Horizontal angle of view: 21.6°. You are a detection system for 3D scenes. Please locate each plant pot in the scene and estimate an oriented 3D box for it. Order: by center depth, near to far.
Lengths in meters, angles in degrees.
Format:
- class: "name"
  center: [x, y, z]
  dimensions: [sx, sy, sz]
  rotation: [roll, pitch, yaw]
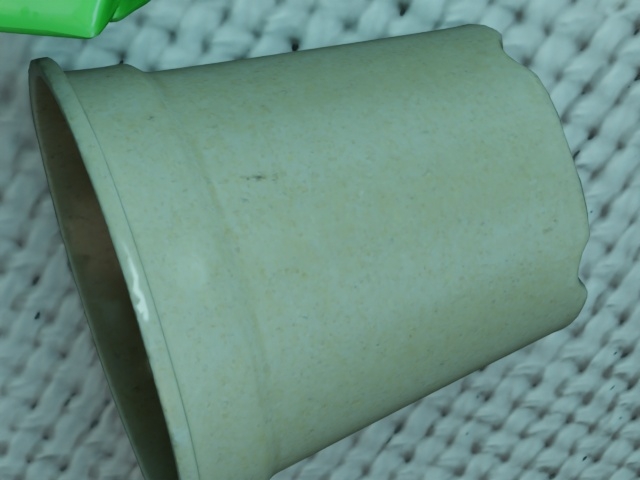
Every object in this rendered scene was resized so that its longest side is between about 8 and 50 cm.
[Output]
- class: "plant pot"
  center: [0.000, 0.000, 1.129]
  dimensions: [0.305, 0.334, 0.333]
  rotation: [-17, 132, -13]

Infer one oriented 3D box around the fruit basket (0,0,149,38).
- class: "fruit basket"
  center: [-0.222, -0.293, 0.784]
  dimensions: [0.392, 0.283, 0.392]
  rotation: [3, 108, 8]
